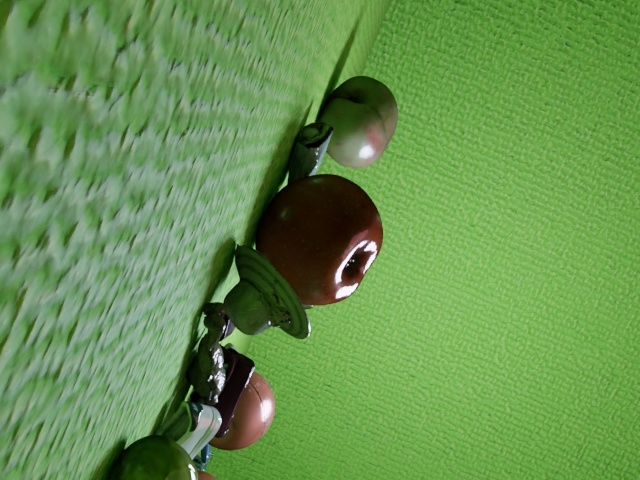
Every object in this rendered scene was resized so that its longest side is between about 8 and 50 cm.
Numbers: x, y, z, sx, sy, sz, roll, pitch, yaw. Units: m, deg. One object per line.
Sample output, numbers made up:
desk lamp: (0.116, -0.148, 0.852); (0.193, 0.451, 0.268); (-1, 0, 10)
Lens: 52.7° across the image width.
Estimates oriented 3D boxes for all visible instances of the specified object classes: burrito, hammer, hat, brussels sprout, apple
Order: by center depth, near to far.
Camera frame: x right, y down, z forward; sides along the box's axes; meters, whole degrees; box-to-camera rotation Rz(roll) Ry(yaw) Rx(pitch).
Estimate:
brussels sprout: (-0.268, 0.381, 1.050); (0.151, 0.149, 0.122); (3, -97, 50)
hat: (-0.144, 0.139, 1.370); (0.110, 0.252, 0.252); (-38, 166, -25)
apple: (0.000, 0.000, 1.662); (0.348, 0.277, 0.348); (-36, 143, -33)
burrito: (-0.039, -0.211, 1.746); (0.144, 0.089, 0.229); (-47, 165, -43)
hammer: (-0.364, 0.612, 2.057); (0.116, 0.070, 0.194); (113, -23, -49)

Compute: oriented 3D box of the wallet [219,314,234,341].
wallet: (-0.242, 0.205, 1.792); (0.255, 0.031, 0.137); (98, 15, -88)

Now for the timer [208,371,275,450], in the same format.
timer: (-0.248, 0.478, 1.852); (0.215, 0.230, 0.229); (-26, 141, -64)

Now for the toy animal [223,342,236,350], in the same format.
toy animal: (-0.319, 0.429, 1.987); (0.253, 0.070, 0.079); (-64, 164, 12)

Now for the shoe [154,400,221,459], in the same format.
shoe: (-0.330, 0.451, 1.372); (0.265, 0.095, 0.110); (-52, 140, -11)

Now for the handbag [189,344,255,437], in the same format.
handbag: (-0.257, 0.361, 1.583); (0.203, 0.074, 0.216); (-64, -157, -10)

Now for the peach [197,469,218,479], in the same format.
peach: (-0.351, 0.727, 1.666); (0.252, 0.252, 0.252); (23, 90, -89)

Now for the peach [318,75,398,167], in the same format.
peach: (0.121, -0.368, 2.052); (0.292, 0.247, 0.292); (4, 90, -77)

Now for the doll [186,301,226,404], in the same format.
doll: (-0.236, 0.248, 1.378); (0.286, 0.091, 0.202); (140, -59, -67)

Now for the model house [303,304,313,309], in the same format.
model house: (-0.114, 0.093, 1.980); (0.170, 0.194, 0.211); (151, -48, -69)

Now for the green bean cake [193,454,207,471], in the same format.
green bean cake: (-0.439, 0.766, 1.988); (0.193, 0.107, 0.208); (-118, -128, -89)
